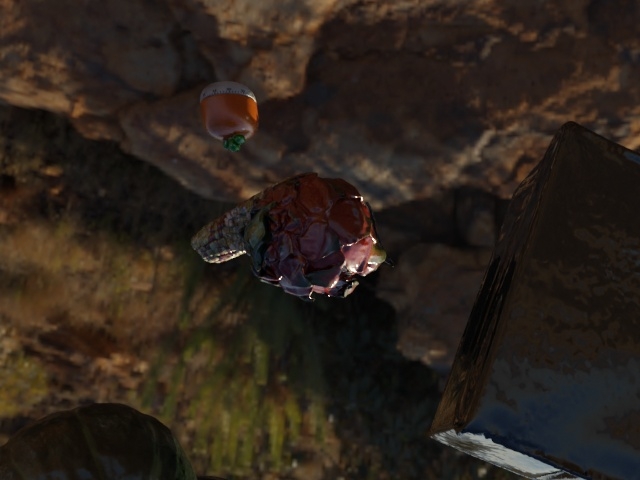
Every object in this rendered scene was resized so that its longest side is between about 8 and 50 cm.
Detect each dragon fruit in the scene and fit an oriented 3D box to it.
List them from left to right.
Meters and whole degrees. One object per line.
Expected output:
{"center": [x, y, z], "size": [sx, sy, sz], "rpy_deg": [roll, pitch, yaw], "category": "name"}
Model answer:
{"center": [0.000, 0.000, 1.859], "size": [0.234, 0.234, 0.293], "rpy_deg": [-19, 153, 38], "category": "dragon fruit"}

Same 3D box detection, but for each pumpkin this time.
{"center": [-0.200, 0.241, 0.921], "size": [0.211, 0.211, 0.152], "rpy_deg": [35, -176, -43], "category": "pumpkin"}

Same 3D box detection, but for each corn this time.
{"center": [-0.136, -0.034, 2.122], "size": [0.290, 0.098, 0.098], "rpy_deg": [-26, 140, 25], "category": "corn"}

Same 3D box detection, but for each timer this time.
{"center": [-0.164, -0.224, 1.994], "size": [0.099, 0.136, 0.136], "rpy_deg": [-24, 140, 33], "category": "timer"}

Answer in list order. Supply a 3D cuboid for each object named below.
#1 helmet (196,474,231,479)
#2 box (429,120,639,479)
{"center": [-0.136, 0.330, 1.121], "size": [0.230, 0.160, 0.279], "rpy_deg": [-19, 180, -37], "category": "helmet"}
{"center": [0.296, 0.100, 1.148], "size": [0.251, 0.345, 0.204], "rpy_deg": [22, 163, 2], "category": "box"}
